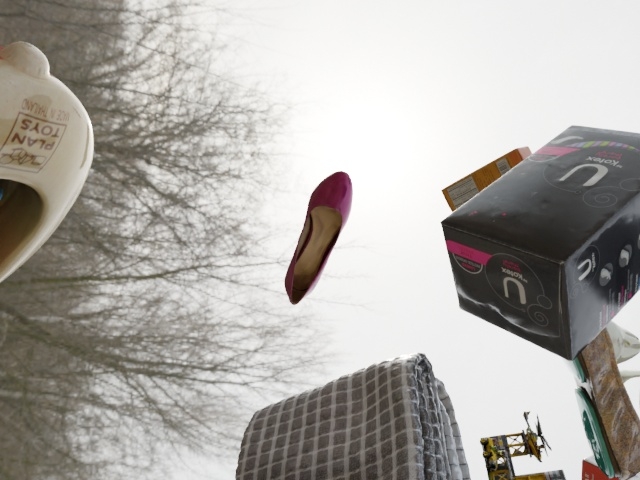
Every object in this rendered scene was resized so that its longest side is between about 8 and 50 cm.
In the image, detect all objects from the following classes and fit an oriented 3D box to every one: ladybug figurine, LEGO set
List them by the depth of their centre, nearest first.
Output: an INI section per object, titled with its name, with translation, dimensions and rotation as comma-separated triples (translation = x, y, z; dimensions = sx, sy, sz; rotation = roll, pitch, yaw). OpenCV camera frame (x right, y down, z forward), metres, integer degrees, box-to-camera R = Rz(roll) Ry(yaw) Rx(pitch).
[ladybug figurine]
translation = -0.434, -0.050, 0.550
dimensions = 0.449, 0.305, 0.162
rotation = -40, -103, 14
[LEGO set]
translation = 0.476, 0.561, 1.123
dimensions = 0.255, 0.192, 0.332
rotation = -60, 134, -70

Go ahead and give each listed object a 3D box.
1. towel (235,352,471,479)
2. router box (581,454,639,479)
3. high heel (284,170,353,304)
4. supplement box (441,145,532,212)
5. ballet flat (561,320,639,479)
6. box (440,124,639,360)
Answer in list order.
[towel]
translation = 0.024, 0.259, 0.513
dimensions = 0.234, 0.121, 0.284
rotation = -25, -153, 18
[router box]
translation = 0.655, 0.411, 0.844
dimensions = 0.301, 0.335, 0.082
rotation = 10, -78, 57
[high heel]
translation = 0.000, 0.000, 1.425
dimensions = 0.181, 0.127, 0.378
rotation = -83, -170, -58
[supplement box]
translation = 0.431, -0.154, 1.343
dimensions = 0.233, 0.078, 0.080
rotation = -27, -96, 44
[ballet flat]
translation = 0.403, 0.185, 0.742
dimensions = 0.107, 0.106, 0.316
rotation = -84, 151, -76
[box]
translation = 0.306, -0.014, 0.641
dimensions = 0.165, 0.270, 0.144
rotation = 24, -38, 50
